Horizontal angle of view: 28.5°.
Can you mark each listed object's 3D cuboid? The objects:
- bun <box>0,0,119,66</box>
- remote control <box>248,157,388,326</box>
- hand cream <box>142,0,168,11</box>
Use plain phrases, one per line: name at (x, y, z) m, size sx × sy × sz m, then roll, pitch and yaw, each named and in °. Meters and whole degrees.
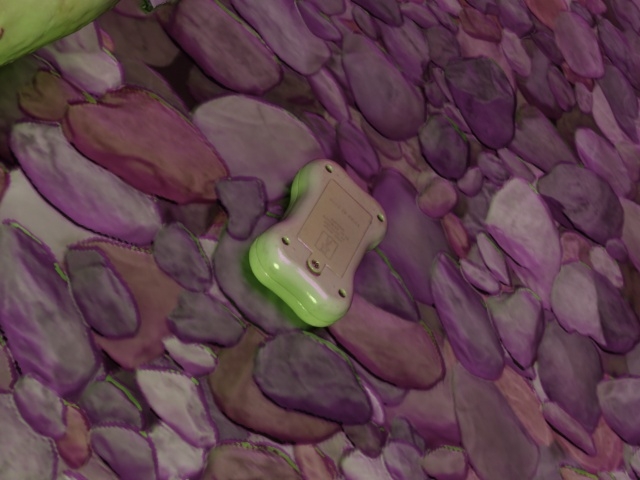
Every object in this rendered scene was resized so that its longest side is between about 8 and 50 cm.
bun at (-0.216, -0.195, 0.657) m, size 0.259 × 0.160 × 0.259 m, roll 24°, pitch 57°, yaw -45°
remote control at (0.000, 0.000, 0.809) m, size 0.074 × 0.032 × 0.122 m, roll 43°, pitch 39°, yaw -10°
hand cream at (-0.171, -0.269, 0.847) m, size 0.257 × 0.050 × 0.084 m, roll 49°, pitch 35°, yaw -8°
